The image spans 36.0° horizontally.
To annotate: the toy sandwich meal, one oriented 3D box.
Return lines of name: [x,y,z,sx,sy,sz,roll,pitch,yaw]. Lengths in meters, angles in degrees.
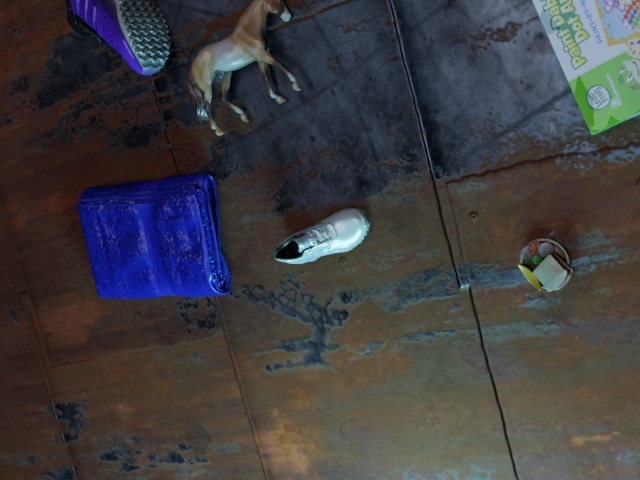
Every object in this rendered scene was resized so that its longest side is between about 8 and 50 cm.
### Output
toy sandwich meal: [0.334,0.038,1.469,0.086,0.029,0.085,7,105,30]

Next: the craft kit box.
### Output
craft kit box: [0.432,-0.305,1.321,0.247,0.061,0.250,-25,87,35]

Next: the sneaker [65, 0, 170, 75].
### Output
sneaker: [-0.382,-0.401,1.774,0.146,0.102,0.293,-37,76,36]

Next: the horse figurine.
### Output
horse figurine: [-0.142,-0.291,1.666,0.263,0.066,0.174,-26,93,30]

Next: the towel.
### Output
towel: [-0.318,-0.001,1.830,0.308,0.076,0.227,-4,98,32]

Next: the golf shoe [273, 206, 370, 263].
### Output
golf shoe: [0.000,0.000,1.632,0.176,0.086,0.069,-28,84,31]
